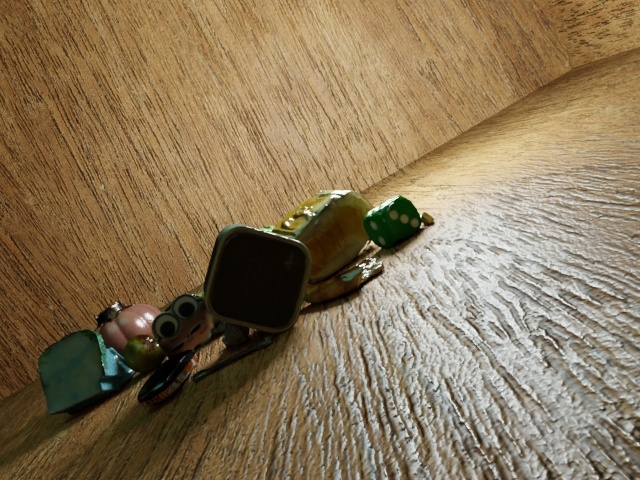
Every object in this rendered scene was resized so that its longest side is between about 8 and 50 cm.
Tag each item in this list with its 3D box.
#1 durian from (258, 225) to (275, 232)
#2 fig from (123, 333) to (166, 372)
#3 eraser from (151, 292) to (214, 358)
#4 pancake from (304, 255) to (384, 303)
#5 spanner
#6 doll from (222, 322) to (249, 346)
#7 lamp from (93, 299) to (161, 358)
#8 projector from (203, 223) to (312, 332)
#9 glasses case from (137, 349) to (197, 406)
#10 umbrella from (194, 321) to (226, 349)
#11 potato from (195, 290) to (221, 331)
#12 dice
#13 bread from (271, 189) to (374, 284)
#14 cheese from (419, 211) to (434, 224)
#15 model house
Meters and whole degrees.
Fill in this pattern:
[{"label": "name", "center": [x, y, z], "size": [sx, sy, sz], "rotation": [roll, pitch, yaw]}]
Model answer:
[{"label": "durian", "center": [-0.240, 0.064, 2.613], "size": [0.256, 0.204, 0.339], "rotation": [-37, -14, 8]}, {"label": "fig", "center": [-0.584, 0.372, 2.207], "size": [0.153, 0.121, 0.136], "rotation": [-14, 11, 32]}, {"label": "eraser", "center": [-0.392, 0.255, 1.908], "size": [0.171, 0.087, 0.290], "rotation": [-44, -13, -18]}, {"label": "pancake", "center": [0.050, 0.108, 1.769], "size": [0.257, 0.056, 0.212], "rotation": [-30, 8, 3]}, {"label": "spanner", "center": [-0.227, 0.305, 1.700], "size": [0.254, 0.015, 0.054], "rotation": [-28, 10, 14]}, {"label": "doll", "center": [-0.238, 0.259, 1.844], "size": [0.094, 0.079, 0.180], "rotation": [-50, 2, -23]}, {"label": "lamp", "center": [-0.721, 0.346, 2.441], "size": [0.305, 0.240, 0.305], "rotation": [-36, 3, 2]}, {"label": "projector", "center": [-0.176, 0.094, 1.791], "size": [0.249, 0.248, 0.248], "rotation": [-165, 90, -79]}, {"label": "glasses case", "center": [-0.406, 0.366, 1.779], "size": [0.103, 0.067, 0.267], "rotation": [-31, 8, 13]}, {"label": "umbrella", "center": [-0.341, 0.302, 2.119], "size": [0.269, 0.044, 0.044], "rotation": [-38, 32, 8]}, {"label": "potato", "center": [-0.358, 0.226, 2.182], "size": [0.248, 0.143, 0.169], "rotation": [-32, -3, 18]}, {"label": "dice", "center": [0.213, -0.056, 1.983], "size": [0.128, 0.120, 0.131], "rotation": [-35, 7, -25]}, {"label": "bread", "center": [-0.006, -0.012, 2.087], "size": [0.388, 0.236, 0.183], "rotation": [-34, 10, -25]}, {"label": "cheese", "center": [0.310, -0.068, 1.987], "size": [0.030, 0.044, 0.083], "rotation": [-47, 11, -3]}, {"label": "model house", "center": [-0.761, 0.438, 2.239], "size": [0.261, 0.226, 0.241], "rotation": [-26, -21, 16]}]
